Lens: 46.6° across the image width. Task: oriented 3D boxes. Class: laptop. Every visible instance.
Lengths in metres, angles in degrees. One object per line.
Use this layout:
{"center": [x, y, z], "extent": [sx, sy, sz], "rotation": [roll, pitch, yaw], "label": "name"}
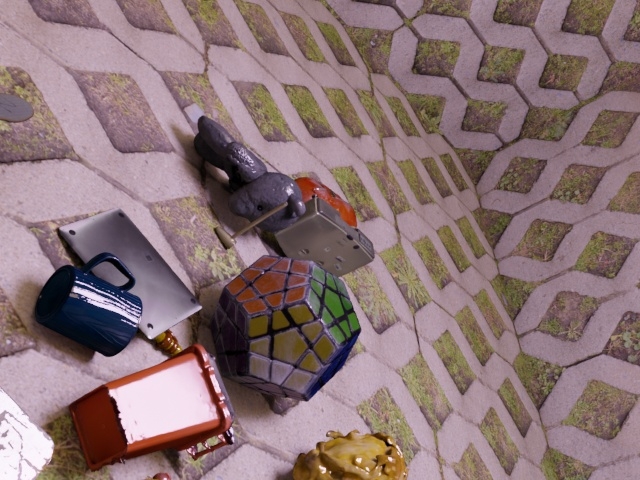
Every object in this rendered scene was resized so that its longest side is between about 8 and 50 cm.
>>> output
{"center": [-0.356, 0.056, 1.412], "extent": [0.269, 0.015, 0.187], "rotation": [50, 26, 4], "label": "laptop"}

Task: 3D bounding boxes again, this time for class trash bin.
{"center": [-0.274, 0.295, 1.234], "extent": [0.238, 0.161, 0.184], "rotation": [-9, 71, -55], "label": "trash bin"}

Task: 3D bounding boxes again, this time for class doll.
{"center": [-0.195, -0.142, 1.794], "extent": [0.340, 0.246, 0.158], "rotation": [39, 68, -2], "label": "doll"}

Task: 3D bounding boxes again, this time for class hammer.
{"center": [-0.159, -0.050, 1.729], "extent": [0.060, 0.195, 0.028], "rotation": [56, 22, -8], "label": "hammer"}

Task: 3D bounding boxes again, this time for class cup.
{"center": [-0.384, 0.101, 1.247], "extent": [0.138, 0.113, 0.150], "rotation": [36, 57, -39], "label": "cup"}

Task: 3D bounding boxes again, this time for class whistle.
{"center": [-0.307, 0.184, 1.422], "extent": [0.046, 0.057, 0.109], "rotation": [-52, 131, -15], "label": "whistle"}

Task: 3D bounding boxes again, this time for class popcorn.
{"center": [0.061, 0.494, 1.554], "extent": [0.250, 0.250, 0.190], "rotation": [10, 72, -58], "label": "popcorn"}

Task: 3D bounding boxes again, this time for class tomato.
{"center": [0.012, -0.099, 2.095], "extent": [0.237, 0.095, 0.237], "rotation": [38, 3, -2], "label": "tomato"}

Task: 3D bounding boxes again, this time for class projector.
{"center": [0.000, 0.000, 1.969], "extent": [0.269, 0.193, 0.088], "rotation": [39, 34, -41], "label": "projector"}

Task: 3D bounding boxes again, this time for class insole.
{"center": [-0.592, -0.239, 1.350], "extent": [0.064, 0.004, 0.188], "rotation": [59, 25, -1], "label": "insole"}

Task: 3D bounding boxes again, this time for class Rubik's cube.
{"center": [-0.075, 0.186, 1.565], "extent": [0.264, 0.319, 0.319], "rotation": [39, 21, 17], "label": "Rubik's cube"}

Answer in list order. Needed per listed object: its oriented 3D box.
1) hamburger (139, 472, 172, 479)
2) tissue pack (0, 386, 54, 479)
{"center": [-0.246, 0.467, 1.141], "extent": [0.210, 0.116, 0.173], "rotation": [61, 28, -1], "label": "hamburger"}
{"center": [-0.455, 0.249, 0.852], "extent": [0.185, 0.225, 0.124], "rotation": [54, 27, -14], "label": "tissue pack"}
